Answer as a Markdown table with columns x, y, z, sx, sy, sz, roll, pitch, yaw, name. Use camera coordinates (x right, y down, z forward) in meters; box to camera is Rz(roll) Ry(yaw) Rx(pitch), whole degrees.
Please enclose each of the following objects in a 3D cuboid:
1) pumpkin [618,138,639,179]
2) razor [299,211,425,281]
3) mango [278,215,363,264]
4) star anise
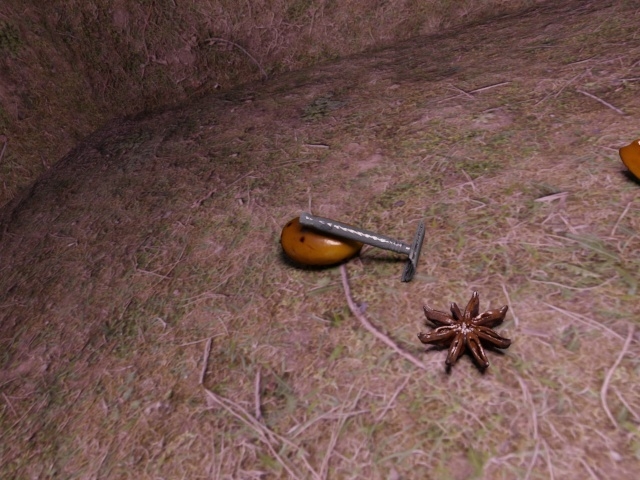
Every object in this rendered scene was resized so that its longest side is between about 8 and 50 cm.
| x | y | z | sx | sy | sz | roll | pitch | yaw | name |
| --- | --- | --- | --- | --- | --- | --- | --- | --- | --- |
| 0.673 | -0.108 | 0.671 | 0.258 | 0.095 | 0.290 | -22 | 32 | 9 | pumpkin |
| 0.073 | -0.010 | 0.829 | 0.232 | 0.068 | 0.106 | 17 | 46 | 11 | razor |
| -0.003 | 0.002 | 0.905 | 0.178 | 0.090 | 0.115 | 14 | 41 | 29 | mango |
| 0.212 | 0.136 | 0.651 | 0.141 | 0.042 | 0.141 | -13 | 35 | 9 | star anise |
